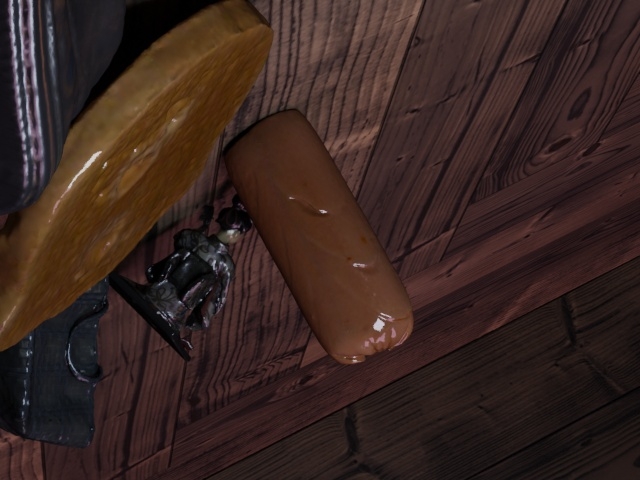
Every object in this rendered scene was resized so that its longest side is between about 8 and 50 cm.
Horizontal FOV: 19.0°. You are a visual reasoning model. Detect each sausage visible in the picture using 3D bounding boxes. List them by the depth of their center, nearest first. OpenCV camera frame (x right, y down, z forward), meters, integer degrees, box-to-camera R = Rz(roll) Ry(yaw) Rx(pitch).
[{"bbox_3d":[0.000,0.001,2.237,0.121,0.304,0.121,-28,170,-5],"label":"sausage"}]

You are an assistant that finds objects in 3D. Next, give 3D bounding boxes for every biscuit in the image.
[{"bbox_3d":[-0.195,-0.076,1.874,0.385,0.062,0.365,-43,168,-46],"label":"biscuit"}]

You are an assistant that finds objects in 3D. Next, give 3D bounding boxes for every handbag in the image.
[{"bbox_3d":[-0.307,0.105,2.173,0.088,0.270,0.175,6,-179,34],"label":"handbag"}]

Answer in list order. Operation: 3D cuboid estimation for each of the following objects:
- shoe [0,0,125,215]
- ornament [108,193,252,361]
[{"bbox_3d":[-0.240,-0.222,1.323,0.171,0.237,0.384,2,130,12],"label":"shoe"},{"bbox_3d":[-0.154,0.025,2.372,0.196,0.166,0.153,-44,167,-7],"label":"ornament"}]
